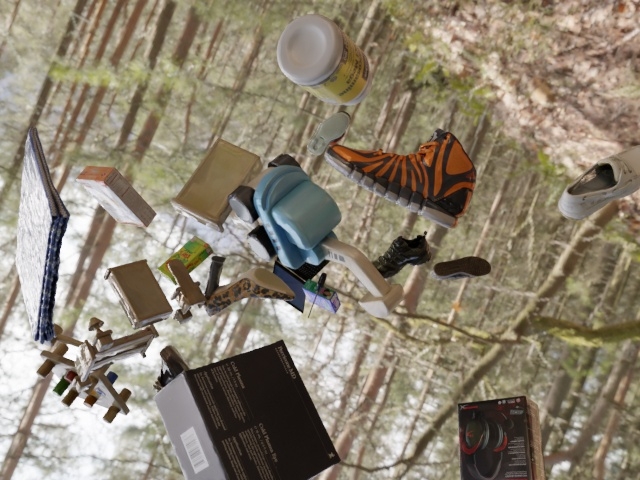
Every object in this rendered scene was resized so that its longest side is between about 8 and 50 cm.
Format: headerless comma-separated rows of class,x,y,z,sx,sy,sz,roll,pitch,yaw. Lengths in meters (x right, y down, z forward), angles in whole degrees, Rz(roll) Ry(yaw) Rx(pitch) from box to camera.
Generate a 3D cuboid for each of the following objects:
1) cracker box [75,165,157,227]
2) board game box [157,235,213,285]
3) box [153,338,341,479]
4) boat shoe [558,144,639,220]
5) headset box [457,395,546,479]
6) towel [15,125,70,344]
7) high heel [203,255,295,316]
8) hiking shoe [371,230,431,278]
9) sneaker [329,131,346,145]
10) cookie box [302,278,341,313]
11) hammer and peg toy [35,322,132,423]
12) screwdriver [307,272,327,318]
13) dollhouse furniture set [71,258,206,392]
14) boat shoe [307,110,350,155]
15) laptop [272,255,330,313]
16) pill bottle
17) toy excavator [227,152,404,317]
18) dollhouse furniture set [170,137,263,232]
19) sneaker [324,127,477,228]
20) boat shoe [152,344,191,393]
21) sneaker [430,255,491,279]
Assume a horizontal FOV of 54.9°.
cracker box,-0.672,-0.144,2.035,0.155,0.067,0.232,7,145,36
board game box,-0.477,0.070,2.178,0.092,0.181,0.043,28,153,38
box,-0.176,0.458,1.490,0.312,0.343,0.179,-9,156,-45
boat shoe,0.685,-0.152,1.447,0.098,0.277,0.096,50,169,35
headset box,0.518,0.614,1.770,0.218,0.293,0.110,-17,143,34
towel,-0.510,-0.001,1.124,0.040,0.336,0.243,-5,-134,-35
high heel,-0.203,0.165,1.709,0.261,0.186,0.093,20,-155,10
hiking shoe,0.230,0.038,1.906,0.086,0.226,0.114,-125,17,-56
sneaker,0.029,-0.419,2.498,0.065,0.158,0.061,60,179,-31
cookie box,0.004,0.178,1.960,0.107,0.040,0.092,22,155,27
hammer and peg toy,-0.767,0.431,1.965,0.265,0.127,0.361,13,140,22
screwdriver,-0.016,0.165,1.871,0.025,0.170,0.024,26,144,1
dollhouse furniture set,-0.534,0.225,1.716,0.303,0.355,0.174,-16,-115,-44
boat shoe,0.033,-0.399,2.217,0.084,0.079,0.233,39,140,-11
laptop,-0.079,0.143,2.694,0.234,0.264,0.136,40,-171,-40
pill bottle,0.029,-0.496,1.758,0.187,0.188,0.334,21,-174,23
toy excavator,0.000,0.000,1.744,0.445,0.222,0.433,19,142,46
dollhouse furniture set,-0.292,-0.100,2.011,0.362,0.256,0.394,26,160,16
sneaker,0.179,-0.168,1.300,0.321,0.180,0.124,26,-175,-2
boat shoe,-0.479,0.488,2.039,0.132,0.130,0.355,40,151,38
sneaker,0.437,0.090,1.935,0.188,0.066,0.071,-1,163,-6
